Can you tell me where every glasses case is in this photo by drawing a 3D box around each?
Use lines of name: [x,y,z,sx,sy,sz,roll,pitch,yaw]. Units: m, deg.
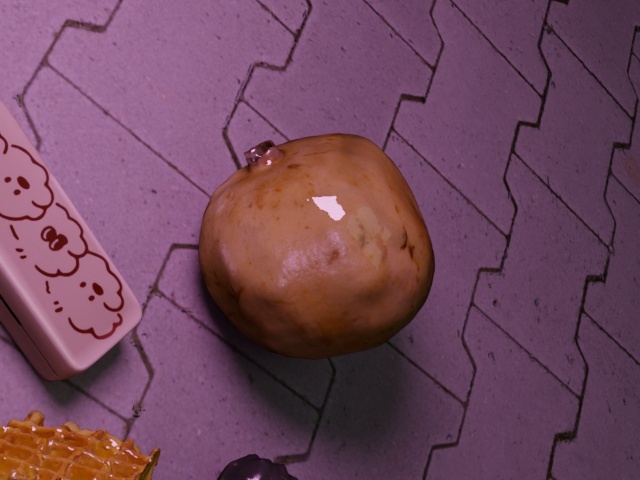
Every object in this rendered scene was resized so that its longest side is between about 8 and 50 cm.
glasses case: [-0.361,0.000,1.433,0.336,0.076,0.144,57,46,-13]

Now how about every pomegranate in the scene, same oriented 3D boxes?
pomegranate: [0.000,0.000,1.626,0.332,0.332,0.333,17,64,-40]

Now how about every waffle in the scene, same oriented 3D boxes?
waffle: [-0.307,0.252,1.330,0.229,0.219,0.057,-57,162,-79]

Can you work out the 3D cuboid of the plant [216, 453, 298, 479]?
plant: [-0.110,0.391,1.499,0.164,0.141,0.256,44,53,-23]
